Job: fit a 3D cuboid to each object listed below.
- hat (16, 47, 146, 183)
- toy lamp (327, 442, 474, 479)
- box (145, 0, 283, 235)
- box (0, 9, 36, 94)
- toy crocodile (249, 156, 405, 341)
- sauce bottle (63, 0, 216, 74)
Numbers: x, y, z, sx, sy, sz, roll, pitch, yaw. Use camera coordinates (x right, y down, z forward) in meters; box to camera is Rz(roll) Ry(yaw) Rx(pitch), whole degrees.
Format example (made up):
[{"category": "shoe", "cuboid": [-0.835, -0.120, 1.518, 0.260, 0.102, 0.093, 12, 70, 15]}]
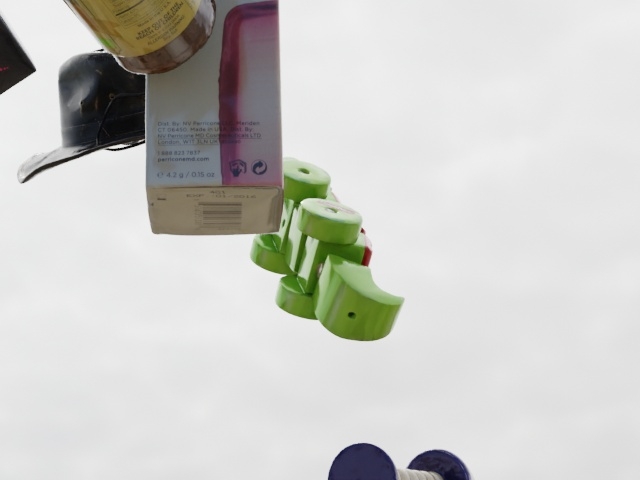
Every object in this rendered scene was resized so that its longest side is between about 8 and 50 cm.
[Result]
[{"category": "hat", "cuboid": [-0.254, -0.185, 2.296, 0.331, 0.134, 0.331, -18, 9, 3]}, {"category": "toy lamp", "cuboid": [0.092, 0.243, 1.817, 0.080, 0.080, 0.274, -7, -12, 20]}, {"category": "box", "cuboid": [-0.100, -0.134, 1.691, 0.126, 0.232, 0.148, 0, -17, -3]}, {"category": "box", "cuboid": [-0.481, -0.200, 1.997, 0.270, 0.143, 0.165, -35, -52, -3]}, {"category": "toy crocodile", "cuboid": [0.000, 0.000, 1.890, 0.105, 0.115, 0.340, 10, 18, -17]}, {"category": "sauce bottle", "cuboid": [-0.206, -0.275, 1.480, 0.111, 0.111, 0.344, -8, -36, 24]}]
